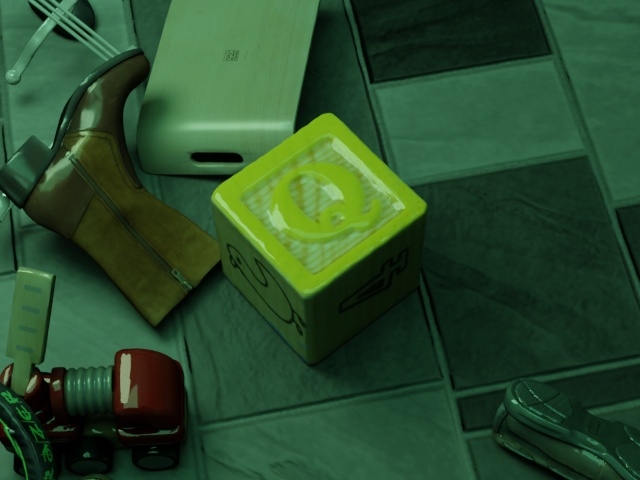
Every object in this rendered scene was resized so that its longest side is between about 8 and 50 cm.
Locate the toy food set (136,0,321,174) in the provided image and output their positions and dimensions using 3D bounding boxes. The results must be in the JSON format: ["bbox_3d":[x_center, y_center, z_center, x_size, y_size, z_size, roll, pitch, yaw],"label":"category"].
[{"bbox_3d":[-0.112,-0.226,1.871,0.220,0.092,0.306,1,58,15],"label":"toy food set"}]

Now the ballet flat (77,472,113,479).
[{"bbox_3d":[-0.302,0.372,1.537,0.084,0.058,0.250,23,63,13],"label":"ballet flat"}]

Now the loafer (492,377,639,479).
[{"bbox_3d":[0.326,0.259,1.590,0.267,0.084,0.096,31,34,13],"label":"loafer"}]

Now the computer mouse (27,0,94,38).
[{"bbox_3d":[-0.414,-0.376,1.979,0.071,0.041,0.242,-41,67,-19],"label":"computer mouse"}]

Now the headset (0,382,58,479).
[{"bbox_3d":[-0.479,0.304,1.484,0.394,0.185,0.243,-31,85,14],"label":"headset"}]

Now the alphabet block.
[{"bbox_3d":[0.000,0.000,1.664,0.193,0.197,0.192,-38,66,-18],"label":"alphabet block"}]

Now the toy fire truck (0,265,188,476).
[{"bbox_3d":[-0.270,0.152,1.554,0.217,0.246,0.158,-3,61,0],"label":"toy fire truck"}]

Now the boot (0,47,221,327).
[{"bbox_3d":[-0.223,-0.073,1.719,0.280,0.096,0.264,41,63,-6],"label":"boot"}]

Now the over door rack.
[{"bbox_3d":[-0.426,-0.203,1.794,0.239,0.108,0.324,38,63,-5],"label":"over door rack"}]
